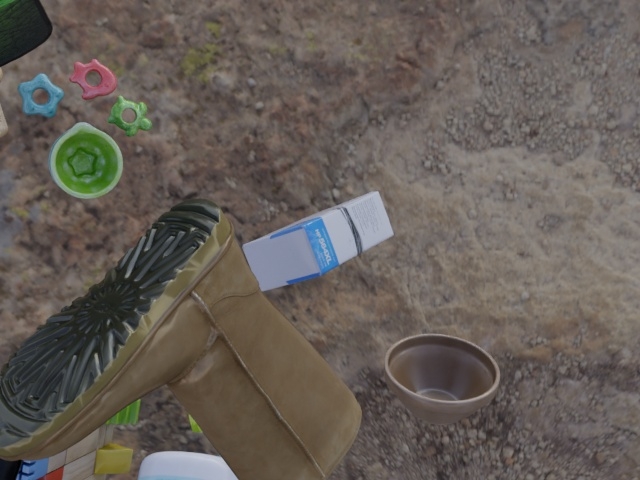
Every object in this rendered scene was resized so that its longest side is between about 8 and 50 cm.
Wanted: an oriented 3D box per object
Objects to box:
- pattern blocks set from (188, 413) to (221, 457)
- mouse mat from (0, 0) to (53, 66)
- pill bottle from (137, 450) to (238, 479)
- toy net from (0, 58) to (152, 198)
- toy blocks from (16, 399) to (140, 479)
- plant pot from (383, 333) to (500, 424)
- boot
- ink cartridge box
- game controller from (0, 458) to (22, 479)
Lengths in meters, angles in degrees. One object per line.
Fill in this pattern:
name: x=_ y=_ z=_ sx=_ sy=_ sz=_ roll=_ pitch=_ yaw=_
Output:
pattern blocks set: x=-0.172 y=0.281 z=1.557 sx=0.026 sy=0.325 sz=0.285 roll=-1 pitch=26 yaw=24
mouse mat: x=-0.289 y=-0.136 z=0.570 sx=0.189 sy=0.152 sz=0.007 roll=-34 pitch=82 yaw=-10
pill bottle: x=-0.170 y=0.401 z=0.961 sx=0.146 sy=0.146 sz=0.264 roll=0 pitch=63 yaw=11
toy net: x=-0.271 y=-0.145 z=0.740 sx=0.122 sy=0.232 sz=0.045 roll=-54 pitch=25 yaw=-8
toy blocks: x=-0.468 y=0.328 z=1.377 sx=0.190 sy=0.261 sz=0.382 roll=12 pitch=96 yaw=17
plant pot: x=0.245 y=0.303 z=1.650 sx=0.237 sy=0.110 sz=0.237 roll=3 pitch=28 yaw=-2
boot: x=-0.089 y=0.136 z=0.616 sx=0.089 sy=0.270 sz=0.236 roll=21 pitch=58 yaw=46
ink cartridge box: x=0.000 y=0.000 z=1.294 sx=0.148 sy=0.203 sz=0.086 roll=-18 pitch=95 yaw=44
game controller: x=-0.431 y=0.164 z=0.740 sx=0.319 sy=0.067 sz=0.167 roll=25 pitch=102 yaw=2
